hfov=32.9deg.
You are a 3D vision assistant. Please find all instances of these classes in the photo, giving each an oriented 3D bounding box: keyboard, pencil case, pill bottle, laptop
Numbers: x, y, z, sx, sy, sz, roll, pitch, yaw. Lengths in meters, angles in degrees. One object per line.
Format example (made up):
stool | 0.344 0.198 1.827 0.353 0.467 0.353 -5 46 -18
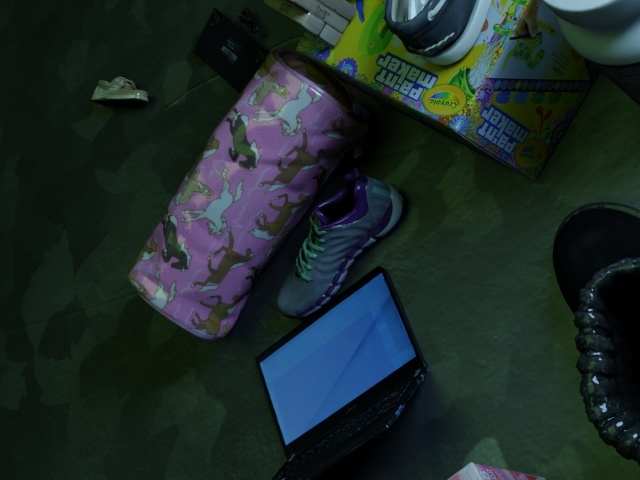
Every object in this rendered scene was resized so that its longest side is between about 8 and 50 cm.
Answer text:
keyboard | -0.123 -0.295 1.637 0.180 0.023 0.108 44 110 41
pencil case | -0.093 -0.055 1.418 0.167 0.160 0.386 39 103 11
pill bottle | 0.325 -0.224 1.045 0.162 0.278 0.162 -15 66 36
laptop | -0.007 0.177 1.279 0.234 0.264 0.136 -39 89 25

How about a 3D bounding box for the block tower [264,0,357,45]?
block tower | 0.054 -0.395 1.230 0.097 0.091 0.335 40 102 44

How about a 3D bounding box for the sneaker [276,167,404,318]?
sneaker | 0.000 0.000 1.364 0.223 0.098 0.083 -50 44 15

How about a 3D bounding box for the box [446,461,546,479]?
box | 0.195 0.377 1.019 0.142 0.154 0.300 -43 52 21

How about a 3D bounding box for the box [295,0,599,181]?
box | 0.173 -0.268 1.263 0.290 0.177 0.279 36 98 42

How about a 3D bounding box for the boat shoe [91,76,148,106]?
boat shoe | -0.329 -0.245 1.776 0.135 0.050 0.045 8 85 42

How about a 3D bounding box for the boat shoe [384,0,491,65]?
boat shoe | 0.144 -0.339 1.131 0.114 0.091 0.302 4 78 40

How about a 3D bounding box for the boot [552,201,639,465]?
boot | 0.284 0.065 0.984 0.131 0.260 0.348 -47 50 18
